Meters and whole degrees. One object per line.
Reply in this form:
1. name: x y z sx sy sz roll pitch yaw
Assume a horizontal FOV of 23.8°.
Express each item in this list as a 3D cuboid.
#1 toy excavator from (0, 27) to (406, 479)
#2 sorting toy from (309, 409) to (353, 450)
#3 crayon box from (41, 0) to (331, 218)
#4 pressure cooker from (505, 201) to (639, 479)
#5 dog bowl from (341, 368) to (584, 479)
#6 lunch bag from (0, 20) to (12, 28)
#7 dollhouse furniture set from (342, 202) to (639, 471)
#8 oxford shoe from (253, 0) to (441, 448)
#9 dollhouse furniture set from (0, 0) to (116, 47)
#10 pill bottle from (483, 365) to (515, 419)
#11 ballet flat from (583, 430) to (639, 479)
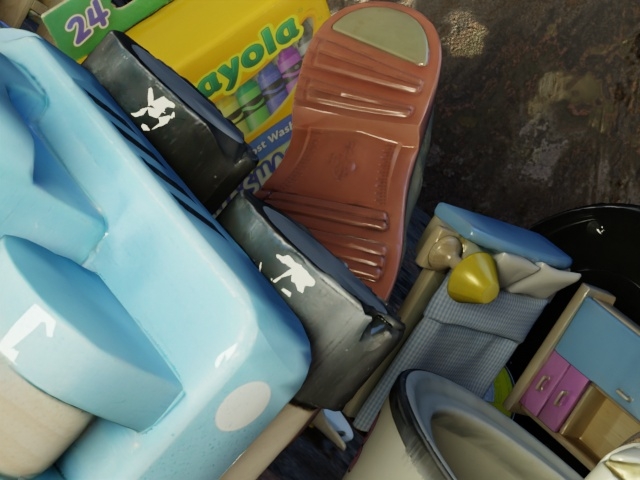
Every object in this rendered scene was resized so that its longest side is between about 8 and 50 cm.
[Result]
1. toy excavator: -0.152 0.036 0.595 0.433 0.222 0.445 48 10 37
2. sorting toy: 0.001 0.148 1.318 0.075 0.045 0.083 50 9 3
3. crayon box: -0.076 -0.106 1.274 0.083 0.203 0.323 42 -18 40
4. pressure cooker: 0.383 0.180 1.770 0.420 0.376 0.369 32 39 -50
5. dog bowl: 0.155 0.279 1.019 0.408 0.150 0.408 41 9 -8
6. lunch bag: -0.293 -0.143 1.256 0.219 0.090 0.176 37 12 -32
7. dollhouse furniture set: 0.158 0.160 1.237 0.303 0.286 0.198 18 18 -45
8. oxford shoe: 0.008 0.009 1.174 0.140 0.397 0.146 18 -26 15
9. dollhouse furniture set: -0.217 -0.153 1.611 0.242 0.161 0.212 22 -5 38
10. pill bottle: 0.113 0.153 1.509 0.117 0.117 0.215 46 10 23
11. ballet flat: 0.213 0.185 0.918 0.106 0.107 0.316 31 11 -20
